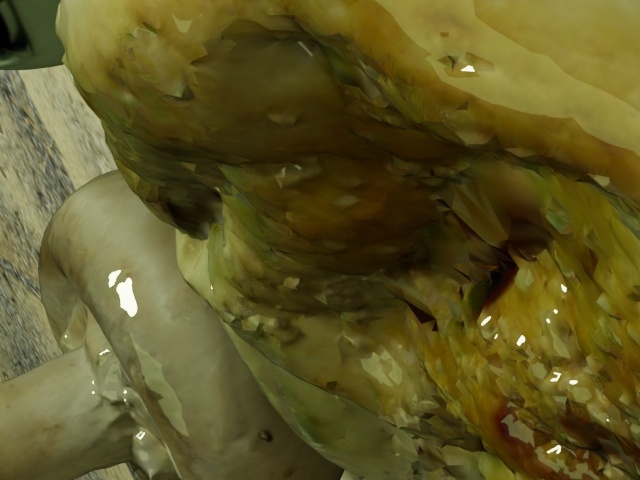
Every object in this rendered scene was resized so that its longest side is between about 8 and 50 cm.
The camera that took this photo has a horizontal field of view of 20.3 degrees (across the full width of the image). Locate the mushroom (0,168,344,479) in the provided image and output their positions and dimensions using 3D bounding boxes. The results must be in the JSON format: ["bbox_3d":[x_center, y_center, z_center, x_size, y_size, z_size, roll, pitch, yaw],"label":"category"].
[{"bbox_3d":[-0.096,0.074,0.898,0.207,0.215,0.207,57,164,27],"label":"mushroom"}]

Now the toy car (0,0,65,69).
[{"bbox_3d":[-0.107,-0.181,0.569,0.255,0.188,0.190,67,178,-47],"label":"toy car"}]

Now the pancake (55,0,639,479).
[{"bbox_3d":[0.068,0.038,0.514,0.387,0.082,0.387,35,159,16],"label":"pancake"}]
